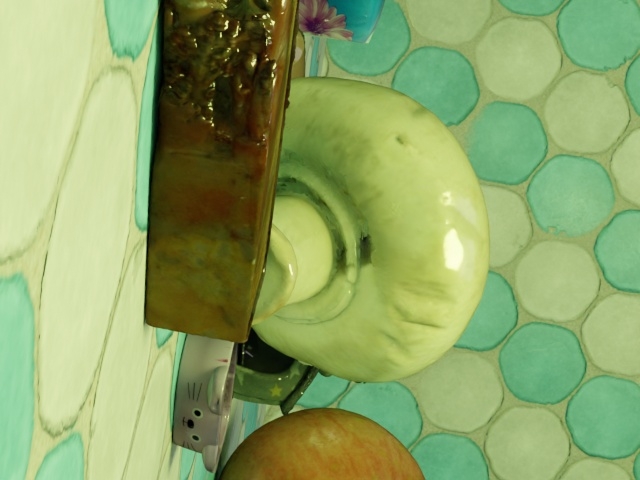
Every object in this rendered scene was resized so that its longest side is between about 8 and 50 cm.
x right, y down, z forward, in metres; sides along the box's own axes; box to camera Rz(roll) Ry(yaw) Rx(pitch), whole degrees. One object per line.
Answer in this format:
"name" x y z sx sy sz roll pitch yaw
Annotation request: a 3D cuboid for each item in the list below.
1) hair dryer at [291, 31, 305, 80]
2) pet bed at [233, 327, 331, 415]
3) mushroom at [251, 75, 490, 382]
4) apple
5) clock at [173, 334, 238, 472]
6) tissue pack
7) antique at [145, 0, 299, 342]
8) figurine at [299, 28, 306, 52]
"hair dryer" -0.047 -0.260 1.532 0.117 0.064 0.182 90 1 -72
"pet bed" -0.052 0.137 1.805 0.211 0.159 0.183 38 62 -89
"mushroom" 0.025 -0.019 1.276 0.356 0.315 0.315 93 6 -76
"apple" -0.002 0.437 2.098 0.364 0.364 0.364 10 90 -89
"clock" -0.121 0.161 1.364 0.110 0.050 0.153 -79 178 -53
"tissue pack" 0.033 -0.419 1.718 0.263 0.146 0.198 97 2 -51
"antique" -0.074 -0.070 0.965 0.093 0.087 0.310 -77 177 -51
"figurine" -0.045 -0.241 1.666 0.129 0.054 0.072 107 -11 -84
